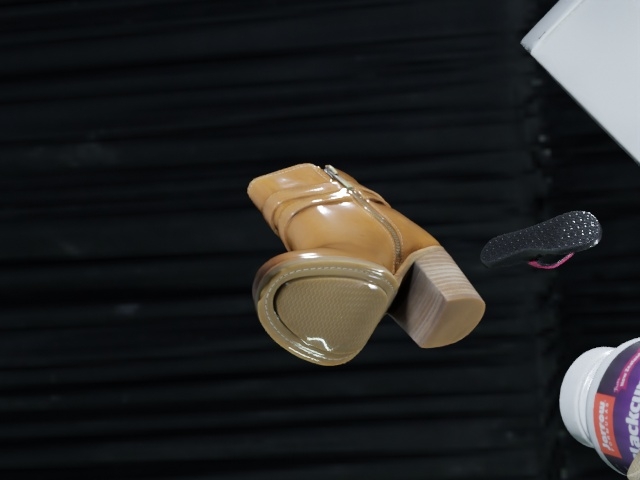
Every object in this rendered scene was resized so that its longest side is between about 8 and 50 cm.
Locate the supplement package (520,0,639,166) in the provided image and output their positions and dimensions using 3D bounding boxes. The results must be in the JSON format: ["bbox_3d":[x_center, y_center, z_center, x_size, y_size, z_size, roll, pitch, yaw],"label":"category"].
[{"bbox_3d":[0.244,-0.113,1.081,0.179,0.105,0.105,44,11,-6],"label":"supplement package"}]

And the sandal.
[{"bbox_3d":[0.273,0.008,1.823,0.040,0.179,0.067,50,51,-21],"label":"sandal"}]

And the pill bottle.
[{"bbox_3d":[0.260,0.126,1.087,0.193,0.108,0.108,6,-79,64],"label":"pill bottle"}]

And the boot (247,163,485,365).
[{"bbox_3d":[0.000,0.000,1.363,0.283,0.220,0.109,-1,128,-44],"label":"boot"}]

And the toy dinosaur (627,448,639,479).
[{"bbox_3d":[0.158,0.105,0.536,0.092,0.183,0.053,35,23,-16],"label":"toy dinosaur"}]
